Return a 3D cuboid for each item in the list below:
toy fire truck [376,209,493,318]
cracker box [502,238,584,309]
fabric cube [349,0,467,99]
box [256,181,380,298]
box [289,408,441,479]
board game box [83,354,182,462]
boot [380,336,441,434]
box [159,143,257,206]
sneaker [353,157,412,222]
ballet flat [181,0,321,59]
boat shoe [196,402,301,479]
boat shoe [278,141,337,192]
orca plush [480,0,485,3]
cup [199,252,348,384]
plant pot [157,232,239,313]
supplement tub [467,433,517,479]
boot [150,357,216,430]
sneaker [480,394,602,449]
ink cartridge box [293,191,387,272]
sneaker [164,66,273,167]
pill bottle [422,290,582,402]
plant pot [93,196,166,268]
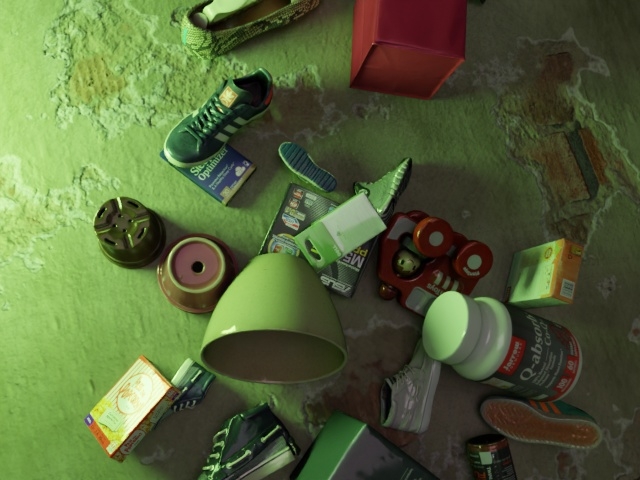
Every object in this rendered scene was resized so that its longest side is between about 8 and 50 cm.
[{"bbox_3d":[0.280,0.074,1.434,0.302,0.169,0.254,28,94,-14],"label":"toy fire truck"},{"bbox_3d":[0.585,0.096,1.451,0.067,0.232,0.156,20,77,-8],"label":"cracker box"},{"bbox_3d":[0.232,-0.571,1.495,0.254,0.259,0.258,7,79,-11],"label":"fabric cube"},{"bbox_3d":[0.000,0.000,1.421,0.270,0.060,0.216,24,90,-6],"label":"box"},{"bbox_3d":[0.159,0.599,1.245,0.395,0.293,0.212,37,75,-3],"label":"box"},{"bbox_3d":[-0.432,0.381,1.257,0.146,0.045,0.193,26,69,40],"label":"board game box"},{"bbox_3d":[0.226,0.359,1.403,0.123,0.095,0.258,13,78,-15],"label":"boot"},{"bbox_3d":[-0.298,-0.209,1.442,0.225,0.036,0.136,36,75,-1],"label":"box"},{"bbox_3d":[0.161,-0.158,1.499,0.132,0.086,0.229,17,55,20],"label":"sneaker"},{"bbox_3d":[-0.160,-0.653,1.475,0.482,0.182,0.164,-34,86,-15],"label":"ballet flat"},{"bbox_3d":[-0.228,0.516,1.286,0.340,0.127,0.158,-24,78,-22],"label":"boat shoe"},{"bbox_3d":[-0.041,-0.189,1.470,0.183,0.066,0.066,42,77,-7],"label":"boat shoe"},{"bbox_3d":[0.385,-0.823,1.655,0.287,0.151,0.102,5,47,-7],"label":"orca plush"},{"bbox_3d":[-0.105,0.171,1.289,0.331,0.331,0.237,6,56,-10],"label":"cup"},{"bbox_3d":[-0.294,0.071,1.315,0.201,0.180,0.201,2,78,-11],"label":"plant pot"},{"bbox_3d":[0.447,0.605,1.396,0.106,0.106,0.198,-10,81,-12],"label":"supplement tub"},{"bbox_3d":[-0.333,0.383,1.305,0.086,0.069,0.190,32,75,2],"label":"boot"},{"bbox_3d":[0.575,0.470,1.457,0.302,0.121,0.108,12,99,10],"label":"sneaker"},{"bbox_3d":[0.047,-0.021,1.362,0.209,0.062,0.109,-33,96,-2],"label":"ink cartridge box"},{"bbox_3d":[-0.253,-0.326,1.384,0.131,0.148,0.350,42,64,0],"label":"sneaker"},{"bbox_3d":[0.449,0.264,1.369,0.362,0.210,0.210,21,76,-21],"label":"pill bottle"},{"bbox_3d":[-0.462,-0.026,1.309,0.166,0.165,0.167,2,79,-10],"label":"plant pot"}]
